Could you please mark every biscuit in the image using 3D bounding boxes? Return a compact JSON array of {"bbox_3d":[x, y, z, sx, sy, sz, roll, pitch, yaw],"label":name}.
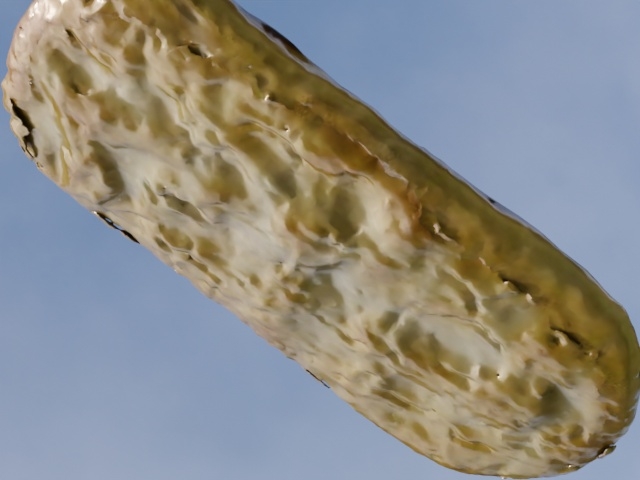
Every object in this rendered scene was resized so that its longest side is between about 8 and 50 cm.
[{"bbox_3d":[0.000,0.000,0.618,0.247,0.118,0.029,37,-137,-7],"label":"biscuit"}]
